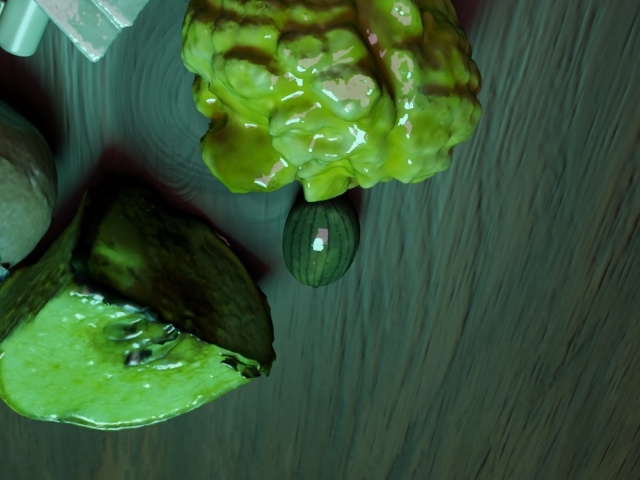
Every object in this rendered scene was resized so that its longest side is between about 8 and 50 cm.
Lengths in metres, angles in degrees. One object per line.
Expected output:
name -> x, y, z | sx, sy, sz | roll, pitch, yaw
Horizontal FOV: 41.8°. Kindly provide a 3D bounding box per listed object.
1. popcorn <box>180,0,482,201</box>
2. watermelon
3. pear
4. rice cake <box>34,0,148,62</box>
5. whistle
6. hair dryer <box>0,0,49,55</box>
popcorn -> 0.010, -0.127, 0.691 | 0.237, 0.206, 0.251 | -15, 144, -10
watermelon -> 0.000, 0.000, 0.853 | 0.078, 0.078, 0.110 | 8, 125, -7
pear -> -0.209, 0.094, 0.873 | 0.238, 0.164, 0.255 | 30, 126, -32
rice cake -> -0.221, -0.258, 0.666 | 0.124, 0.038, 0.211 | -47, 117, 4
whistle -> -0.354, -0.027, 0.803 | 0.189, 0.189, 0.348 | 21, 144, -16
hair dryer -> -0.293, -0.217, 0.721 | 0.124, 0.038, 0.063 | 30, 119, -12
